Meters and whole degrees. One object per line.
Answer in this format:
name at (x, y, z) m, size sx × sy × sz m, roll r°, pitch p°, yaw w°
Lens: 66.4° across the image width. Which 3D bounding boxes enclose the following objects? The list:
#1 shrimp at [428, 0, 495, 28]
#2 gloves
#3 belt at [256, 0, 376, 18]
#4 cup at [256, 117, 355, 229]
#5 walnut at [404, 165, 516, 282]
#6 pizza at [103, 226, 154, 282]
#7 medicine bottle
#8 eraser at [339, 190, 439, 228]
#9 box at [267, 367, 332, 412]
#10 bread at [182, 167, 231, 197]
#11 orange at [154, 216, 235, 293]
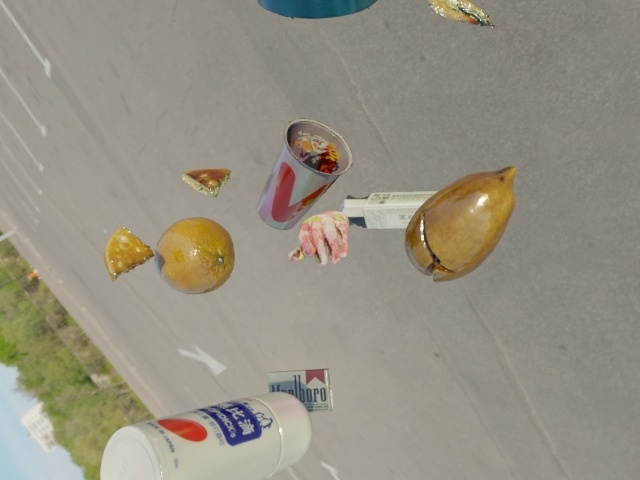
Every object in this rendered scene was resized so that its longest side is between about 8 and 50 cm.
shrimp at (0.361, -0.588, 1.258) m, size 0.191 × 0.101 × 0.042 m, roll 24°, pitch 155°, yaw -4°
gloves at (0.000, -0.012, 1.276) m, size 0.145 × 0.241 × 0.126 m, roll 1°, pitch 99°, yaw 14°
belt at (-0.029, -0.804, 1.459) m, size 0.437 × 0.300 × 0.173 m, roll 21°, pitch 146°, yaw 30°
cup at (-0.063, -0.163, 1.350) m, size 0.203 × 0.203 × 0.288 m, roll 47°, pitch 135°, yaw 8°
walnut at (0.337, -0.046, 1.161) m, size 0.209 × 0.209 × 0.336 m, roll 43°, pitch 114°, yaw 14°
pizza at (-0.531, 0.036, 1.353) m, size 0.041 × 0.131 × 0.178 m, roll -60°, pitch 43°, yaw 47°
medicine bottle at (-0.139, 0.310, 0.735) m, size 0.131 × 0.341 × 0.130 m, roll -5°, pitch 80°, yaw 34°
eraser at (0.270, -0.097, 1.584) m, size 0.405 × 0.098 × 0.096 m, roll 0°, pitch 123°, yaw 27°
box at (-0.058, 0.421, 1.366) m, size 0.178 × 0.115 × 0.036 m, roll -7°, pitch 168°, yaw 17°
bread at (-0.364, -0.186, 1.515) m, size 0.136 × 0.154 × 0.054 m, roll 13°, pitch 123°, yaw 3°
orange at (-0.395, 0.050, 1.565) m, size 0.264 × 0.264 × 0.264 m, roll 35°, pitch 147°, yaw 27°
